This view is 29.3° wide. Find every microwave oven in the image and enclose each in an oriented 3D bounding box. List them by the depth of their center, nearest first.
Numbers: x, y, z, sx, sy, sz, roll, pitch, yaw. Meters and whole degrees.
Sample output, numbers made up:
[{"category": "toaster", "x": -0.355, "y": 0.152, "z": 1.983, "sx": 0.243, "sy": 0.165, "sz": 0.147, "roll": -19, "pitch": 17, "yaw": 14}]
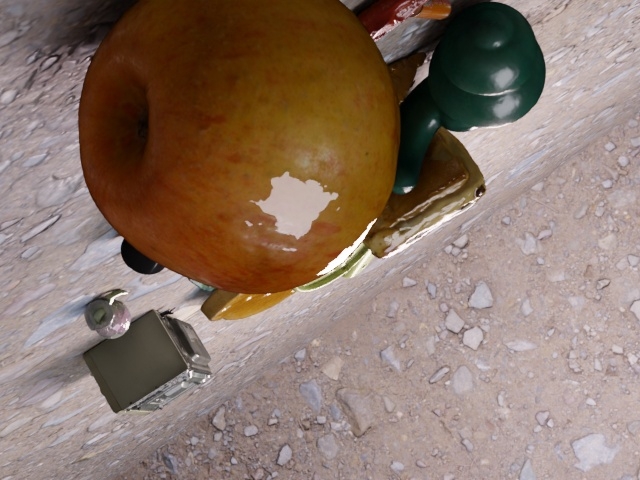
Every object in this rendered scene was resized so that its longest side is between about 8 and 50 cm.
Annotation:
[{"category": "microwave oven", "x": -0.317, "y": 0.238, "z": 2.347, "sx": 0.194, "sy": 0.145, "sz": 0.240, "roll": -29, "pitch": 169, "yaw": 0}]

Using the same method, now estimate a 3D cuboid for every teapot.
[{"category": "teapot", "x": -0.338, "y": 0.114, "z": 1.959, "sx": 0.083, "sy": 0.064, "sz": 0.064, "roll": -64, "pitch": 162, "yaw": -4}]

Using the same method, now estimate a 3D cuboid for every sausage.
[{"category": "sausage", "x": 0.136, "y": -0.290, "z": 1.519, "sx": 0.031, "sy": 0.031, "sz": 0.107, "roll": -38, "pitch": 168, "yaw": 29}]

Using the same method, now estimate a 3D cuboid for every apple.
[{"category": "apple", "x": -0.079, "y": -0.098, "z": 1.098, "sx": 0.299, "sy": 0.299, "sz": 0.275, "roll": -38, "pitch": 153, "yaw": 31}]

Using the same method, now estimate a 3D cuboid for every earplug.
[{"category": "earplug", "x": 0.189, "y": -0.214, "z": 1.697, "sx": 0.257, "sy": 0.164, "sz": 0.280, "roll": -21, "pitch": 156, "yaw": -12}]

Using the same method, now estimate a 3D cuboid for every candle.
[{"category": "candle", "x": 0.103, "y": -0.279, "z": 1.427, "sx": 0.162, "sy": 0.048, "sz": 0.053, "roll": -35, "pitch": -161, "yaw": 5}]

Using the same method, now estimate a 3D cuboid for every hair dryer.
[{"category": "hair dryer", "x": -0.170, "y": -0.044, "z": 1.727, "sx": 0.248, "sy": 0.070, "sz": 0.114, "roll": -36, "pitch": 173, "yaw": -37}]

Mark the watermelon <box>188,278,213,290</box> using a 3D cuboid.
[{"category": "watermelon", "x": -0.189, "y": 0.036, "z": 1.985, "sx": 0.084, "sy": 0.092, "sz": 0.072, "roll": -19, "pitch": -156, "yaw": -23}]

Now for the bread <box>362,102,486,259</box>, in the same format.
[{"category": "bread", "x": 0.117, "y": -0.103, "z": 1.854, "sx": 0.210, "sy": 0.235, "sz": 0.099, "roll": -31, "pitch": 135, "yaw": 0}]

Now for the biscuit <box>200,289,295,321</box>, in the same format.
[{"category": "biscuit", "x": -0.086, "y": 0.062, "z": 2.436, "sx": 0.287, "sy": 0.057, "sz": 0.343, "roll": -37, "pitch": 168, "yaw": 18}]

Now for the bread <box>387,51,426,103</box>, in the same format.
[{"category": "bread", "x": 0.112, "y": -0.202, "z": 1.724, "sx": 0.109, "sy": 0.080, "sz": 0.084, "roll": -27, "pitch": 171, "yaw": -18}]

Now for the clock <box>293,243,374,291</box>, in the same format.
[{"category": "clock", "x": 0.000, "y": 0.000, "z": 2.201, "sx": 0.308, "sy": 0.096, "sz": 0.235, "roll": -17, "pitch": 152, "yaw": -43}]
